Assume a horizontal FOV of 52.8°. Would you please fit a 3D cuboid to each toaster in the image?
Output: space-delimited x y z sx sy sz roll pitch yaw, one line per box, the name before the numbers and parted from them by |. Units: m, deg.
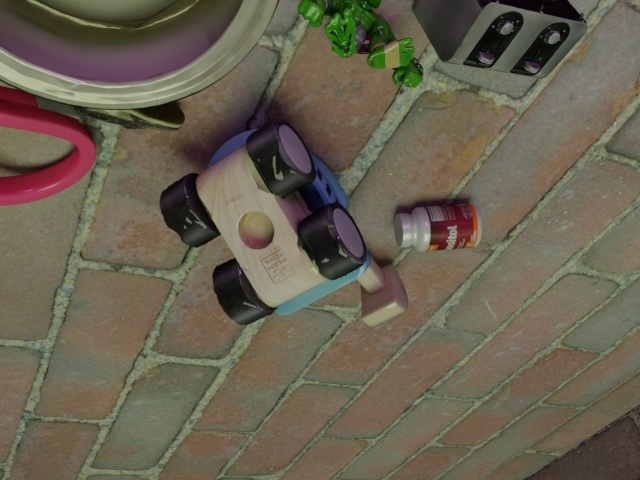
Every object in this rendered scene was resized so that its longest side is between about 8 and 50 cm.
toaster | 0.225 -0.306 0.846 0.167 0.186 0.110 1 141 -26

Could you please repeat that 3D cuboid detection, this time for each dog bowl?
dog bowl | -0.243 -0.350 0.698 0.407 0.150 0.408 -7 140 -6

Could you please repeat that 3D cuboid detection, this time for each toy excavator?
toy excavator | 0.000 0.000 1.120 0.222 0.445 0.433 -29 95 21

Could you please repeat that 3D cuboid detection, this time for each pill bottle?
pill bottle | 0.221 -0.023 1.222 0.151 0.086 0.086 -4 139 -8

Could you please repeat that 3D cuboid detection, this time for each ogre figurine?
ogre figurine | 0.048 -0.284 0.862 0.196 0.118 0.097 5 132 -20

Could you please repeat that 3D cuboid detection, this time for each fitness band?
fitness band | -0.452 -0.121 0.897 0.209 0.054 0.290 -37 161 23

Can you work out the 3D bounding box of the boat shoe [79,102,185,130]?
boat shoe | -0.278 -0.190 0.949 0.152 0.056 0.049 16 138 -15
